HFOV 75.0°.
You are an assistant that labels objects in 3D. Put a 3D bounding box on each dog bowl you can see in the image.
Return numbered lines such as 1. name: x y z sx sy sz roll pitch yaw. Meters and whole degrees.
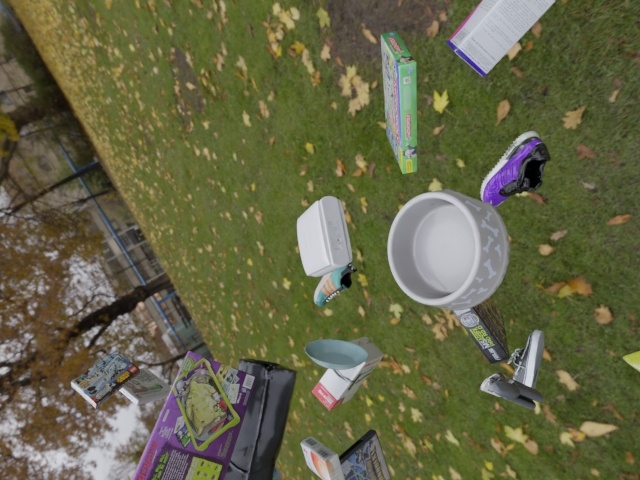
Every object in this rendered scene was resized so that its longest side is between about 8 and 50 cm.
1. dog bowl: 0.328 0.022 1.148 0.349 0.102 0.347 -2 88 53

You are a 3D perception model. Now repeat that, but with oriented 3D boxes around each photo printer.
1. photo printer: 0.000 0.000 1.561 0.307 0.107 0.255 147 114 -67

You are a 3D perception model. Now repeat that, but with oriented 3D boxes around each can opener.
1. can opener: 0.644 0.513 1.376 0.284 0.075 0.095 27 -163 -25

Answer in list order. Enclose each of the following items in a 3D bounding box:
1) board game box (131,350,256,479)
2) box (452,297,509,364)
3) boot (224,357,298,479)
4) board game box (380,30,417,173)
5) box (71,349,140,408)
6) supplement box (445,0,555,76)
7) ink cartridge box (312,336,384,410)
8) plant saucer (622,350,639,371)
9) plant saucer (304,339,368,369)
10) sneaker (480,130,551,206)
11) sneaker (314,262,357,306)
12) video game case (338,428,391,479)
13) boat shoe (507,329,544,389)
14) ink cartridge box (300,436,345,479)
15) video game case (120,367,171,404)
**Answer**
1. board game box: -0.316 0.485 1.075 0.208 0.346 0.056 28 142 -16
2. box: 0.480 0.210 1.288 0.270 0.060 0.216 51 -151 -13
3. boot: -0.294 0.616 1.394 0.146 0.368 0.444 177 106 -79
4. board game box: 0.218 -0.374 1.151 0.213 0.046 0.317 -97 -4 -45
5. box: -0.570 0.366 1.113 0.094 0.137 0.027 34 127 14
6. supplement box: 0.445 -0.549 1.053 0.114 0.220 0.111 31 -148 -19
7. ink cartridge box: 0.119 0.550 1.742 0.114 0.272 0.197 40 -164 27
8. plant saucer: 1.053 0.382 1.234 0.188 0.045 0.188 35 136 -5
9. plant saucer: 0.047 0.353 1.270 0.195 0.195 0.037 -158 72 -63
10. sneaker: 0.633 -0.193 1.352 0.293 0.102 0.146 107 153 -45
11. sneaker: 0.068 0.211 1.925 0.121 0.108 0.302 37 125 20
12. video game case: 0.147 0.856 1.461 0.035 0.248 0.274 -14 94 49
13. boat shoe: 0.818 0.490 1.673 0.105 0.113 0.305 17 117 41
14. ink cartridge box: 0.016 0.615 1.071 0.145 0.045 0.179 -13 91 62
15. video game case: -0.532 0.430 1.242 0.143 0.019 0.157 26 180 23
